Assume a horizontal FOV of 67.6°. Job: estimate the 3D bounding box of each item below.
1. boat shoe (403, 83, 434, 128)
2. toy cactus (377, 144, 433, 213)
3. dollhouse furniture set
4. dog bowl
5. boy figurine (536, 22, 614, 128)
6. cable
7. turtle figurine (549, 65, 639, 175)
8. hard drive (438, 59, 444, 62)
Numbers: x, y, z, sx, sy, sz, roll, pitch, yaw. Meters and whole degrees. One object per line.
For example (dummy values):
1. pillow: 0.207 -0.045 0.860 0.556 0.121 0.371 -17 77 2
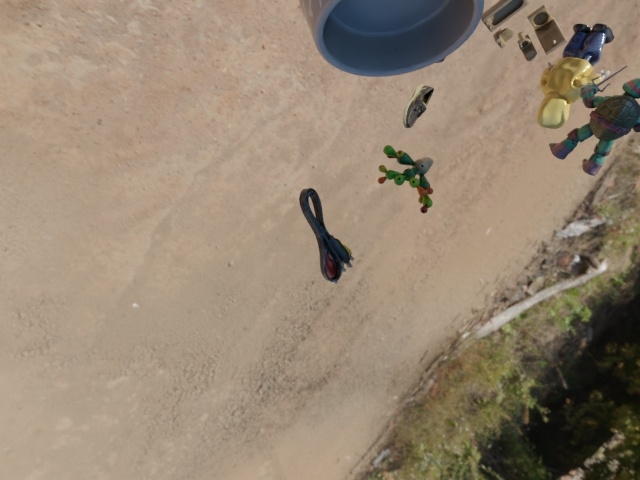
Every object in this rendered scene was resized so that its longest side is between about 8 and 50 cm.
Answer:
1. boat shoe: 0.291 -0.400 1.418 0.056 0.049 0.152 39 71 -52
2. toy cactus: 0.268 -0.190 1.391 0.180 0.219 0.112 -35 169 -38
3. dollhouse furniture set: 0.541 -0.568 1.280 0.151 0.123 0.144 32 133 -33
4. dog bowl: 0.136 -0.429 0.883 0.349 0.349 0.102 8 71 -46
5. boy figurine: 0.679 -0.435 1.287 0.092 0.177 0.285 19 96 -39
6. cable: 0.000 0.000 1.287 0.287 0.072 0.139 54 54 -26
7. turtle figurine: 0.578 -0.247 0.950 0.118 0.175 0.234 -29 156 -40
8. hard drive: 0.316 -0.570 1.193 0.054 0.254 0.172 18 142 -16
